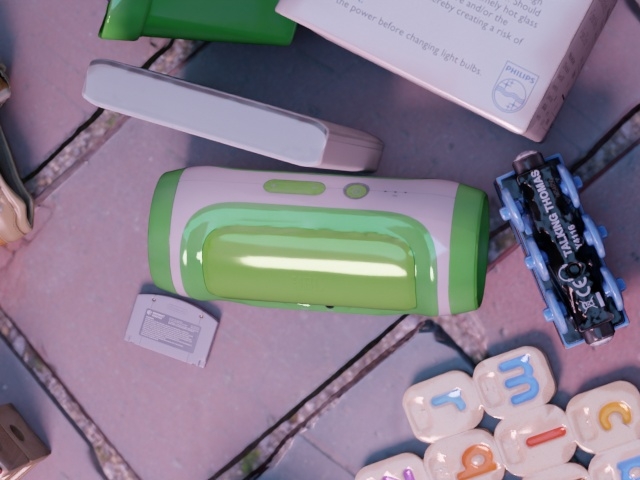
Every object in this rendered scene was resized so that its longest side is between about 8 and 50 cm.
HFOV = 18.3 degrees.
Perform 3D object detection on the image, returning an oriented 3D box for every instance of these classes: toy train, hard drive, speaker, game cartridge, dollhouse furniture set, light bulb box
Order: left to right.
[{"bbox_3d":[-0.376,0.178,1.867,0.129,0.129,0.183,-41,84,9],"label":"dollhouse furniture set"},{"bbox_3d":[-0.140,0.082,1.880,0.083,0.017,0.056,19,98,9],"label":"game cartridge"},{"bbox_3d":[-0.065,-0.103,1.713,0.203,0.307,0.040,17,93,9],"label":"hard drive"},{"bbox_3d":[0.000,0.000,1.797,0.297,0.131,0.131,4,92,10],"label":"speaker"},{"bbox_3d":[0.165,-0.288,1.643,0.225,0.358,0.361,27,95,6],"label":"light bulb box"},{"bbox_3d":[0.215,0.007,1.768,0.080,0.105,0.184,-23,87,2],"label":"toy train"}]

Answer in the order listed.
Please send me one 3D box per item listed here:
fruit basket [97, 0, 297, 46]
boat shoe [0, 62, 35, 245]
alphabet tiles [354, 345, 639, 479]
[{"bbox_3d":[-0.166,-0.361,1.765,0.392,0.283,0.392,-1,96,-7],"label":"fruit basket"},{"bbox_3d":[-0.342,-0.138,1.869,0.103,0.113,0.302,-10,100,9],"label":"boat shoe"},{"bbox_3d":[0.185,0.247,1.823,0.278,0.021,0.284,-21,88,10],"label":"alphabet tiles"}]
